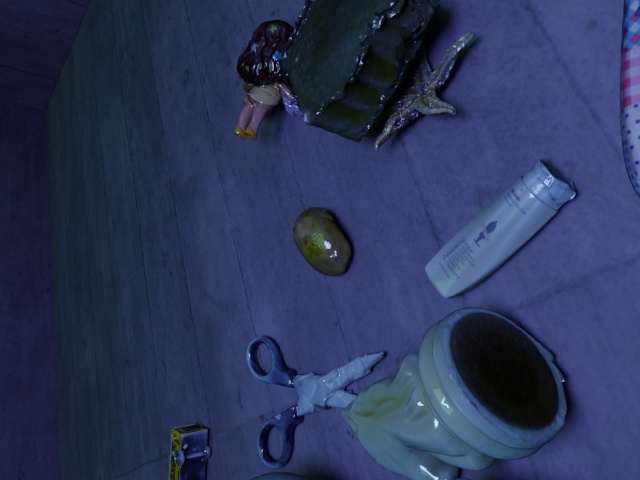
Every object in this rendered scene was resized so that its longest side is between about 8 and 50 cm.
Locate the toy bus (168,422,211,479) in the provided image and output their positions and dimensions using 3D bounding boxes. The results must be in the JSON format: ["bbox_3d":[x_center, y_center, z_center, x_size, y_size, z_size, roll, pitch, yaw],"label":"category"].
[{"bbox_3d":[-0.309,0.552,1.133,0.074,0.081,0.226,2,90,53],"label":"toy bus"}]

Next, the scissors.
[{"bbox_3d":[-0.011,0.280,0.868,0.383,0.029,0.256,-23,70,43],"label":"scissors"}]

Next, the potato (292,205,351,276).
[{"bbox_3d":[0.000,0.000,0.856,0.091,0.070,0.138,-55,49,29],"label":"potato"}]

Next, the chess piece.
[{"bbox_3d":[0.147,0.230,0.626,0.298,0.175,0.176,-57,47,43],"label":"chess piece"}]

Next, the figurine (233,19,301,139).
[{"bbox_3d":[-0.106,-0.316,0.966,0.174,0.116,0.240,15,93,37],"label":"figurine"}]

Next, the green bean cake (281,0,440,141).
[{"bbox_3d":[0.050,-0.311,0.763,0.241,0.132,0.255,-56,36,28],"label":"green bean cake"}]

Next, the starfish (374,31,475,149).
[{"bbox_3d":[0.152,-0.219,0.718,0.208,0.053,0.176,-58,30,27],"label":"starfish"}]

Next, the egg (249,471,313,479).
[{"bbox_3d":[-0.024,0.521,0.667,0.276,0.276,0.389,-55,51,28],"label":"egg"}]

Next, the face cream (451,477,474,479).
[{"bbox_3d":[0.285,0.338,0.464,0.336,0.080,0.163,-1,113,37],"label":"face cream"}]

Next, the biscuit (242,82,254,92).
[{"bbox_3d":[-0.129,-0.383,1.083,0.119,0.019,0.130,12,95,45],"label":"biscuit"}]

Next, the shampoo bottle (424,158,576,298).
[{"bbox_3d":[0.224,-0.010,0.625,0.212,0.049,0.072,-53,46,30],"label":"shampoo bottle"}]

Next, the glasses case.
[{"bbox_3d":[0.339,-0.192,0.462,0.076,0.125,0.327,1,86,49],"label":"glasses case"}]
